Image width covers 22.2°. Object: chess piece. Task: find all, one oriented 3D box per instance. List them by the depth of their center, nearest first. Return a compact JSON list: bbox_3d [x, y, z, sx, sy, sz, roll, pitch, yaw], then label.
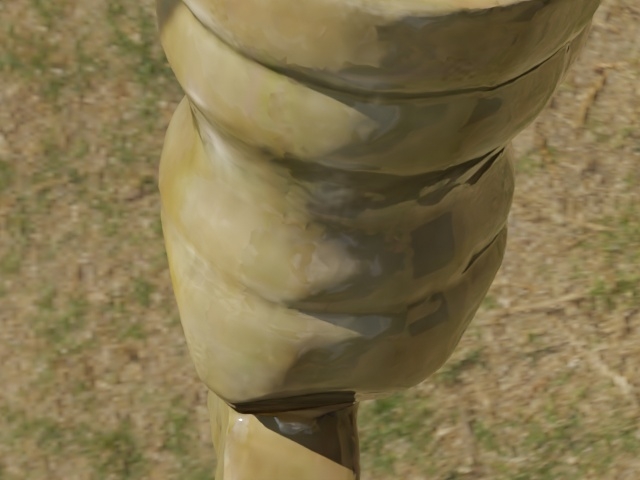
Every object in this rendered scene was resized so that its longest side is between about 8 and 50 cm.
[{"bbox_3d":[0.000,0.000,0.511,0.137,0.137,0.301,40,142,24],"label":"chess piece"}]
